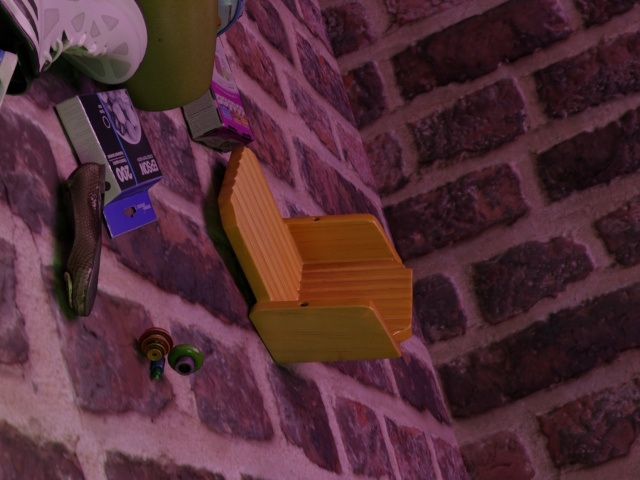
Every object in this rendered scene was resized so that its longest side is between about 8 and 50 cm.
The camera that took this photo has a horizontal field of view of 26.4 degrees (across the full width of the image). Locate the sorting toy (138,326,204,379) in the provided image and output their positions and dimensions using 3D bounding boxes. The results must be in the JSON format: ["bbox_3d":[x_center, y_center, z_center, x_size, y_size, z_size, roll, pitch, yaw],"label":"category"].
[{"bbox_3d":[-0.210,0.164,1.880,0.102,0.061,0.042,35,28,-23],"label":"sorting toy"}]

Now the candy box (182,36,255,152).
[{"bbox_3d":[-0.212,-0.289,2.511,0.159,0.071,0.234,19,51,-71],"label":"candy box"}]

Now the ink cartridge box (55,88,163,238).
[{"bbox_3d":[-0.296,-0.118,2.012,0.206,0.045,0.208,-40,108,-75],"label":"ink cartridge box"}]

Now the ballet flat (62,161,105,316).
[{"bbox_3d":[-0.314,-0.006,1.778,0.084,0.058,0.250,106,-15,-50],"label":"ballet flat"}]

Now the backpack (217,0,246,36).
[{"bbox_3d":[-0.243,-0.456,2.300,0.213,0.276,0.263,-73,146,-61],"label":"backpack"}]

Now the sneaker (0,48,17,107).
[{"bbox_3d":[-0.421,-0.166,1.619,0.058,0.084,0.152,153,-46,-67],"label":"sneaker"}]

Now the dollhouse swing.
[{"bbox_3d":[0.000,0.000,2.469,0.347,0.315,0.305,-81,166,-63],"label":"dollhouse swing"}]

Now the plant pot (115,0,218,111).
[{"bbox_3d":[-0.266,-0.359,2.110,0.275,0.274,0.294,-89,168,-56],"label":"plant pot"}]

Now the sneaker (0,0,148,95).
[{"bbox_3d":[-0.380,-0.273,1.816,0.447,0.169,0.258,54,38,-59],"label":"sneaker"}]
